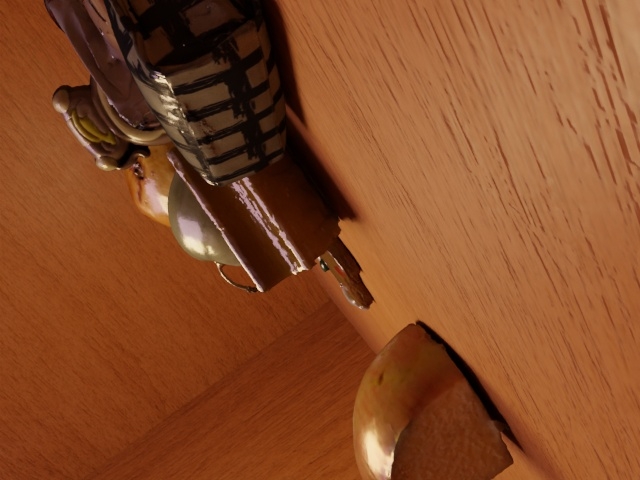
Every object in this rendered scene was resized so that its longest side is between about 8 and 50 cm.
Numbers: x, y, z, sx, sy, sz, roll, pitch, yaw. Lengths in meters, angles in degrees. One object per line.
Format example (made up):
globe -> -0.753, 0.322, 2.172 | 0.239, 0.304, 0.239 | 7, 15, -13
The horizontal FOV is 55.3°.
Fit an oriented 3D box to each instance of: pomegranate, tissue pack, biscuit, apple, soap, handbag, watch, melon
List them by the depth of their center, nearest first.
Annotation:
handbag -> -0.176, -0.269, 0.766 | 0.327, 0.162, 0.325 | 62, 174, 15
soap -> -0.097, -0.086, 1.053 | 0.281, 0.143, 0.259 | 53, -156, -9
apple -> 0.176, 0.307, 1.075 | 0.252, 0.314, 0.309 | 12, -172, -16
tissue pack -> -0.335, -0.377, 1.124 | 0.305, 0.238, 0.238 | 54, 176, 8
melon -> -0.185, -0.087, 1.272 | 0.272, 0.308, 0.272 | 28, 170, 6
watch -> -0.421, -0.353, 1.443 | 0.314, 0.335, 0.327 | 56, -179, -21
biscuit -> -0.001, 0.001, 1.458 | 0.283, 0.064, 0.432 | 52, 175, 29
pomegranate -> -0.348, -0.213, 1.758 | 0.410, 0.410, 0.410 | 54, 176, 6

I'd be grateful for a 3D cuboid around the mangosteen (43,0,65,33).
mangosteen -> -0.672, -0.737, 1.821 | 0.297, 0.293, 0.297 | -11, -90, -84
